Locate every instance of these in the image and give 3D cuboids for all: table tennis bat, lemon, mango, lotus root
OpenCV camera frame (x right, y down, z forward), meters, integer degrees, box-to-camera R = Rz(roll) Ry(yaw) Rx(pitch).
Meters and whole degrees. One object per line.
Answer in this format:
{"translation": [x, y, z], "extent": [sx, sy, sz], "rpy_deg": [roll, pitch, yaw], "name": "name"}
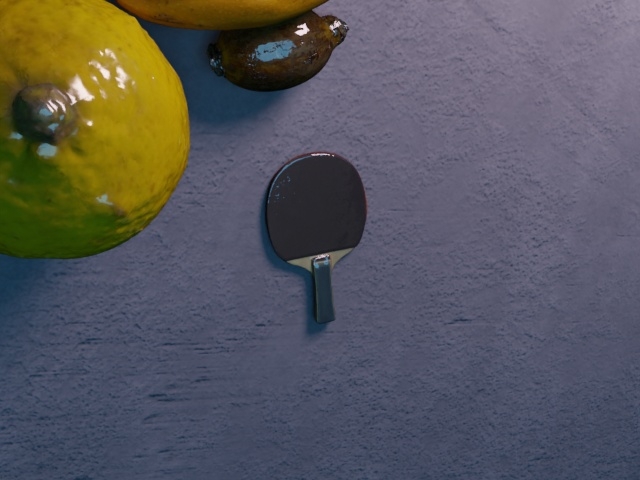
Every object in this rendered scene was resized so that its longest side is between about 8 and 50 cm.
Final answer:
{"translation": [0.000, 0.000, 1.349], "extent": [0.173, 0.022, 0.301], "rpy_deg": [-11, 114, -14], "name": "table tennis bat"}
{"translation": [-0.332, -0.142, 0.988], "extent": [0.350, 0.387, 0.349], "rpy_deg": [-1, 94, -11], "name": "lemon"}
{"translation": [-0.105, -0.361, 1.067], "extent": [0.359, 0.187, 0.144], "rpy_deg": [-5, 145, -4], "name": "mango"}
{"translation": [-0.057, -0.274, 1.162], "extent": [0.209, 0.120, 0.120], "rpy_deg": [-17, 117, -10], "name": "lotus root"}
